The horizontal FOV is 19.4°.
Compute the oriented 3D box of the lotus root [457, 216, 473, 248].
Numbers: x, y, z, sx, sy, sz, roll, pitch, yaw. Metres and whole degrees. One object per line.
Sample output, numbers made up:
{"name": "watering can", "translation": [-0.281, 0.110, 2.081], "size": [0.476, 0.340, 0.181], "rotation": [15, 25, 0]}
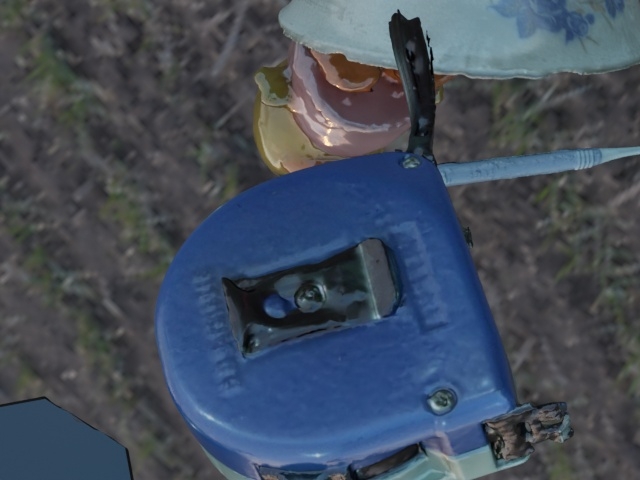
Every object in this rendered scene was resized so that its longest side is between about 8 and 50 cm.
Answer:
{"name": "lotus root", "translation": [0.087, -0.008, 1.648], "size": [0.099, 0.054, 0.049], "rotation": [6, 120, 25]}

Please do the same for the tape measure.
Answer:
{"name": "tape measure", "translation": [0.000, 0.000, 1.150], "size": [0.215, 0.351, 0.098], "rotation": [-18, 144, 3]}

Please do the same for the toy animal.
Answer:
{"name": "toy animal", "translation": [0.014, -0.140, 1.860], "size": [0.195, 0.169, 0.281], "rotation": [1, 150, -18]}

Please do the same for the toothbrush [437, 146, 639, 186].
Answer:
{"name": "toothbrush", "translation": [0.176, -0.055, 1.315], "size": [0.019, 0.220, 0.016], "rotation": [-127, 35, -58]}

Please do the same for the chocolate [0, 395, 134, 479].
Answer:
{"name": "chocolate", "translation": [-0.219, 0.235, 1.256], "size": [0.177, 0.206, 0.224], "rotation": [117, 142, -76]}

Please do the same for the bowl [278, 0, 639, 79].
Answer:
{"name": "bowl", "translation": [0.126, -0.236, 1.524], "size": [0.313, 0.313, 0.146], "rotation": [14, 111, 25]}
